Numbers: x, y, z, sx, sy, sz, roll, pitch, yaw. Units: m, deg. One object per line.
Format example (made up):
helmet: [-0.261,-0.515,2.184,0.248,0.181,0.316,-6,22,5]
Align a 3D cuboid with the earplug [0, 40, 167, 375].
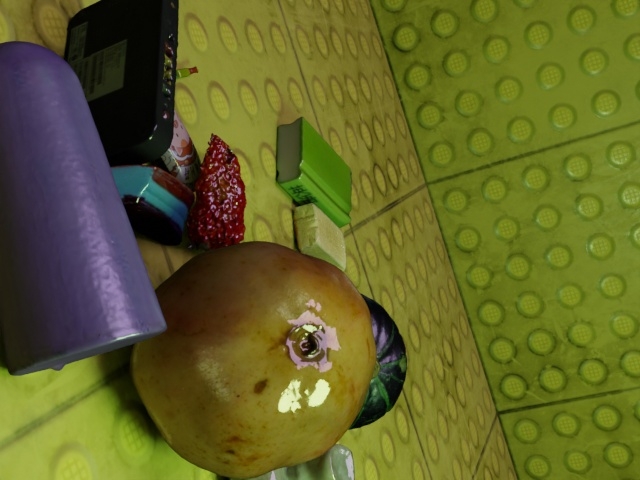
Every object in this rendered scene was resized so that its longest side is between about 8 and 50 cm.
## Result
earplug: [-0.373,-0.056,1.169,0.215,0.215,0.455,-3,75,-67]

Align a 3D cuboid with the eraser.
eraser: [-0.013,-0.167,2.234,0.274,0.092,0.210,45,36,-48]

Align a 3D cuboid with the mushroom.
mushroom: [-0.042,0.452,1.573,0.243,0.244,0.243,48,34,-48]

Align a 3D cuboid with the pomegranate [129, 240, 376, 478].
pomegranate: [-0.118,0.195,1.410,0.411,0.412,0.411,48,34,-48]

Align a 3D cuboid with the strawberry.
strawberry: [-0.188,-0.081,1.648,0.174,0.098,0.228,75,23,-82]

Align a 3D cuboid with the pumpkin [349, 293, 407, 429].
pumpkin: [0.052,0.260,1.826,0.315,0.238,0.315,-5,100,-29]

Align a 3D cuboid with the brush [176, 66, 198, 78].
brush: [-0.286,-0.357,1.803,0.083,0.021,0.018,-39,110,-60]

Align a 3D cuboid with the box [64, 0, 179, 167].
box: [-0.331,-0.265,1.386,0.058,0.211,0.350,41,38,-51]

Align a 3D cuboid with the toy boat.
toy boat: [-0.279,-0.056,1.428,0.392,0.136,0.079,84,4,-80]

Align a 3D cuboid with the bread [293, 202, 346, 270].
bread: [0.001,0.001,2.180,0.188,0.068,0.125,42,38,-54]

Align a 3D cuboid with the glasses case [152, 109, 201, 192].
glasses case: [-0.302,-0.206,1.604,0.266,0.067,0.103,61,25,-29]
